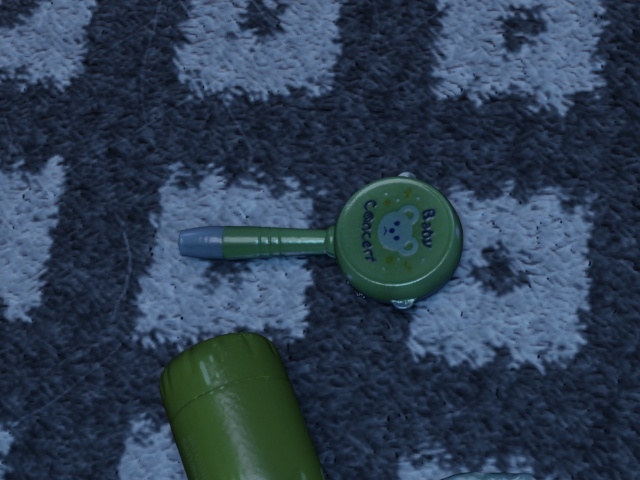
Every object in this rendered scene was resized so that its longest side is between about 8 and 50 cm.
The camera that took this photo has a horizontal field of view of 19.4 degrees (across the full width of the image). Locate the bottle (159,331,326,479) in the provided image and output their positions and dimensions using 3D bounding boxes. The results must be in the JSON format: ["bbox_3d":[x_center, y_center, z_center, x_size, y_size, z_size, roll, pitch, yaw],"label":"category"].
[{"bbox_3d":[-0.050,0.212,1.581,0.112,0.112,0.260,-21,67,0],"label":"bottle"}]

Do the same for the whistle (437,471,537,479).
[{"bbox_3d":[0.148,0.373,1.476,0.168,0.188,0.405,-15,34,9],"label":"whistle"}]

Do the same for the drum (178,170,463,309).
[{"bbox_3d":[0.004,0.019,1.681,0.253,0.049,0.130,-15,67,3],"label":"drum"}]
